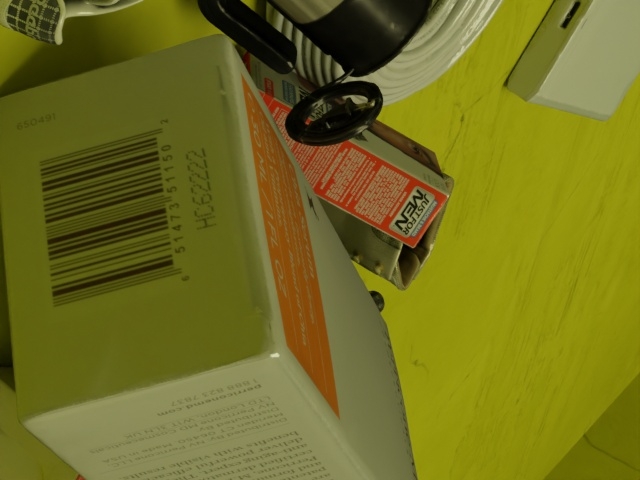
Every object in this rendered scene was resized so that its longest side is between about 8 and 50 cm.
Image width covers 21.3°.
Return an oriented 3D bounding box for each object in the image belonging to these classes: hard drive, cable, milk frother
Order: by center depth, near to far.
[{"bbox_3d":[-0.009,-0.151,1.113,0.129,0.143,0.135,-43,119,15],"label":"milk frother"},{"bbox_3d":[0.066,-0.216,1.305,0.257,0.089,0.257,-44,157,-25],"label":"cable"},{"bbox_3d":[0.320,-0.237,1.906,0.203,0.040,0.307,-60,159,13],"label":"hard drive"}]

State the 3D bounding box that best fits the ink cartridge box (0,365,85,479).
[{"bbox_3d":[-0.181,0.153,1.299,0.067,0.115,0.198,-58,159,9],"label":"ink cartridge box"}]

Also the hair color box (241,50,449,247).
[{"bbox_3d":[0.008,-0.069,1.250,0.053,0.167,0.093,-56,-164,18],"label":"hair color box"}]

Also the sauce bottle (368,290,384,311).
[{"bbox_3d":[0.026,0.075,1.740,0.128,0.042,0.042,-11,133,-60],"label":"sauce bottle"}]

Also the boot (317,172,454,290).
[{"bbox_3d":[0.000,0.000,1.387,0.213,0.165,0.077,-61,159,15],"label":"boot"}]

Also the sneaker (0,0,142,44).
[{"bbox_3d":[-0.109,-0.182,0.970,0.235,0.095,0.090,-41,154,-36],"label":"sneaker"}]

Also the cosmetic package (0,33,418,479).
[{"bbox_3d":[-0.057,0.085,1.173,0.162,0.230,0.453,-15,152,8],"label":"cosmetic package"}]
